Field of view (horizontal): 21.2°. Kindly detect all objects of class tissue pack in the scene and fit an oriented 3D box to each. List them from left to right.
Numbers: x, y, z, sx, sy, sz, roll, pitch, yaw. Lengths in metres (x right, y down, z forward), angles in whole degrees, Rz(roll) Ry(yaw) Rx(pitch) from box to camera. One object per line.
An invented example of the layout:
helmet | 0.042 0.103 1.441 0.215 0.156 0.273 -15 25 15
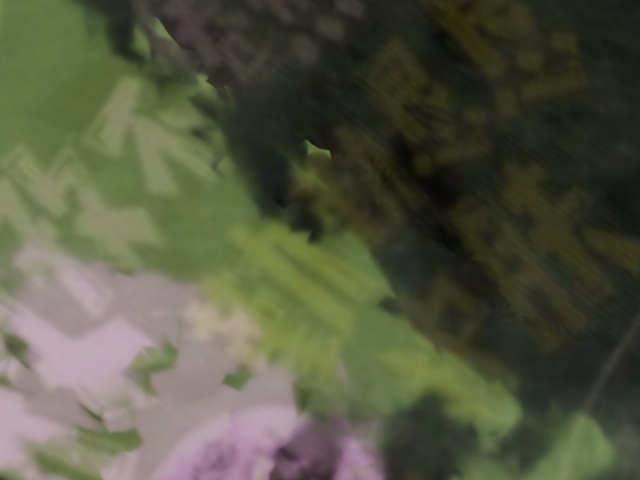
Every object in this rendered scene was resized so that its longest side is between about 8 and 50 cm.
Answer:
tissue pack | 0.000 0.000 0.467 0.361 0.122 0.259 37 75 -8
